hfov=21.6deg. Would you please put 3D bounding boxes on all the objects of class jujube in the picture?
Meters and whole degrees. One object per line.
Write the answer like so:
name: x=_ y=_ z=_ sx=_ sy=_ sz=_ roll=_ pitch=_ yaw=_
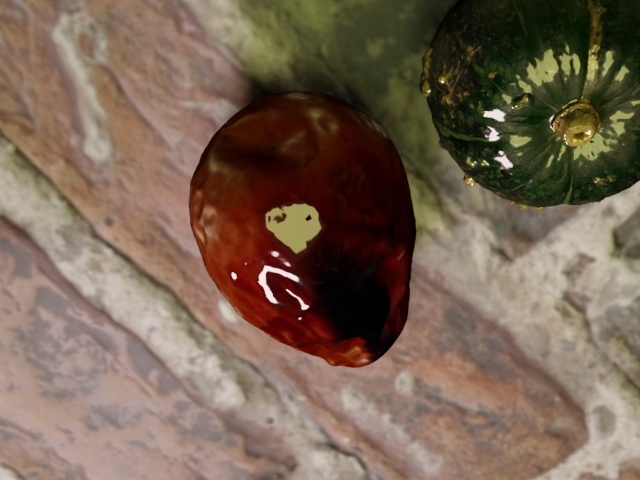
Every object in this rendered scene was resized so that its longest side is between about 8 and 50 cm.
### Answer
jujube: x=0.000 y=0.000 z=1.225 sx=0.168 sy=0.168 sz=0.236 roll=-23 pitch=135 yaw=6

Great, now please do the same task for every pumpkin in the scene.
pumpkin: x=0.168 y=-0.110 z=1.183 sx=0.190 sy=0.146 sz=0.190 roll=10 pitch=127 yaw=13
